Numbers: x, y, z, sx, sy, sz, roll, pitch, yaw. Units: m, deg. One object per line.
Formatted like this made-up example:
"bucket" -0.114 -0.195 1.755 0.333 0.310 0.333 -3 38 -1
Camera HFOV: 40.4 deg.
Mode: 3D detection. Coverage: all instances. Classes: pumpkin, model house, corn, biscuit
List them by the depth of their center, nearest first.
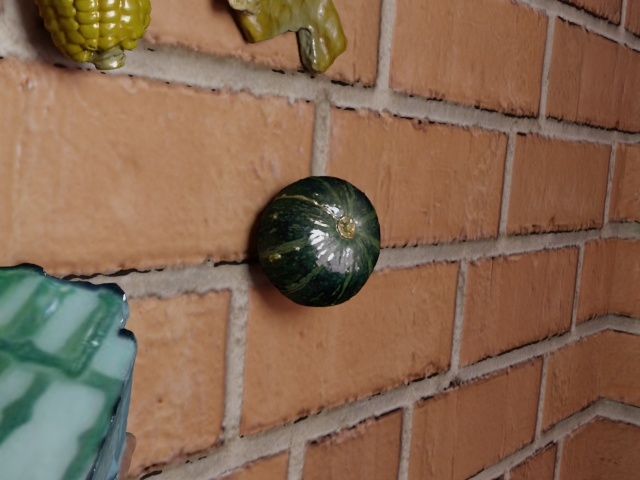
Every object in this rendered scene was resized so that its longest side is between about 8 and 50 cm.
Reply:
"model house" -0.304 0.237 0.821 0.294 0.252 0.329 -78 175 -45
"corn" -0.243 -0.344 0.830 0.120 0.120 0.363 -34 123 -46
"biscuit" -0.033 -0.296 1.197 0.174 0.039 0.183 -58 138 -30
"pumpkin" -0.001 0.001 1.213 0.190 0.146 0.190 1 88 -26

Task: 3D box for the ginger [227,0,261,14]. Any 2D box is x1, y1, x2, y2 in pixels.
"ginger" -0.078 -0.363 1.099 0.193 0.053 0.176 10 80 -38
